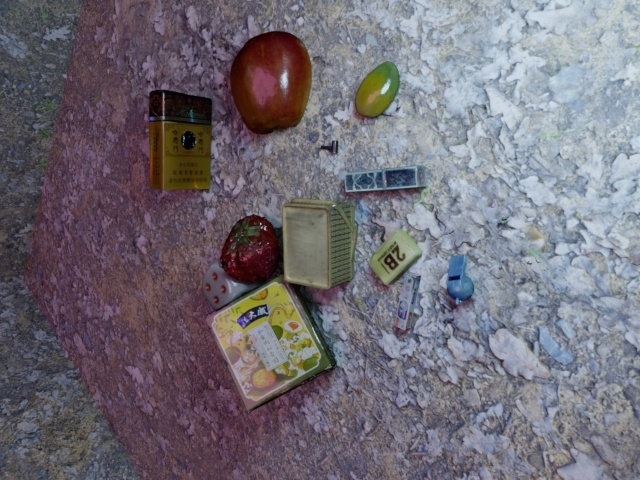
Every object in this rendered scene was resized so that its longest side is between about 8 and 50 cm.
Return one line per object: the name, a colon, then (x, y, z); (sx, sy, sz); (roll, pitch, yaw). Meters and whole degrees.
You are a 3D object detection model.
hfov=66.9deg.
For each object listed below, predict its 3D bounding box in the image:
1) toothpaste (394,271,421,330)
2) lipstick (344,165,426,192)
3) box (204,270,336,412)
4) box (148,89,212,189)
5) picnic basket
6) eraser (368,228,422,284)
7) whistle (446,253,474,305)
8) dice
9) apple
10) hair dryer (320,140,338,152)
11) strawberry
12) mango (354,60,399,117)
toothpaste: (0.296, 0.206, 1.648); (0.047, 0.040, 0.197); (20, 108, 39)
lipstick: (0.213, -0.204, 1.637); (0.289, 0.076, 0.078); (0, 98, 40)
box: (-0.194, 0.391, 1.887); (0.372, 0.138, 0.421); (-29, 76, 4)
box: (-0.615, -0.435, 2.137); (0.115, 0.264, 0.416); (13, 103, 38)
picnic basket: (0.000, 0.000, 1.773); (0.227, 0.175, 0.313); (7, 104, 36)
eraser: (0.250, 0.059, 1.652); (0.117, 0.058, 0.172); (53, 124, 21)
whistle: (0.438, 0.131, 1.513); (0.090, 0.090, 0.158); (-8, 51, 38)
dice: (-0.377, 0.185, 2.075); (0.192, 0.194, 0.193); (50, 121, 24)
apple: (-0.197, -0.603, 1.882); (0.328, 0.294, 0.366); (177, 86, -76)
hair dryer: (0.032, -0.347, 1.796); (0.083, 0.026, 0.047); (12, 101, 44)
strawberry: (-0.269, 0.047, 1.962); (0.273, 0.220, 0.274); (-21, 48, 24)
mango: (0.191, -0.500, 1.614); (0.130, 0.091, 0.195); (36, 107, 31)
